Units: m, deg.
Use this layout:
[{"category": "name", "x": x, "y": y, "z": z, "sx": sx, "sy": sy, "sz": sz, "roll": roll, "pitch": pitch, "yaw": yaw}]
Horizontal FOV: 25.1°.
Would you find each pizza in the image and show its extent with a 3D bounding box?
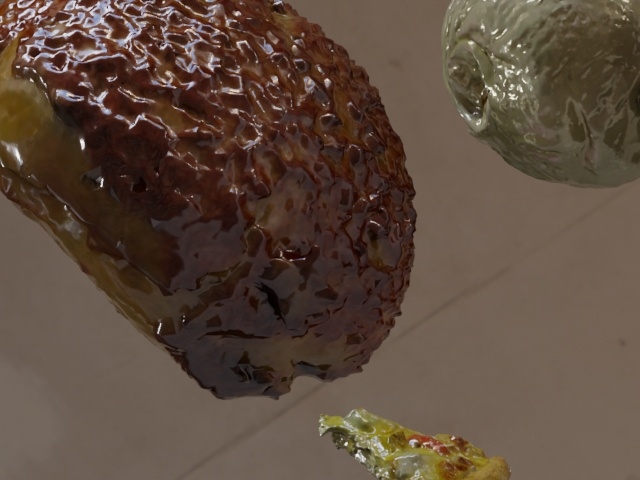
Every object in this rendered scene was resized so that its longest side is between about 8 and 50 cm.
[{"category": "pizza", "x": 0.123, "y": 0.302, "z": 2.040, "sx": 0.075, "sy": 0.287, "sz": 0.280, "roll": -71, "pitch": -14, "yaw": 11}]

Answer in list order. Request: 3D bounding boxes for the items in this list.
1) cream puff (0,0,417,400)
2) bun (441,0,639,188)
[{"category": "cream puff", "x": -0.073, "y": -0.052, "z": 0.933, "sx": 0.228, "sy": 0.350, "sz": 0.350, "roll": -44, "pitch": -1, "yaw": -4}, {"category": "bun", "x": 0.199, "y": -0.141, "z": 1.275, "sx": 0.153, "sy": 0.244, "sz": 0.244, "roll": -33, "pitch": -2, "yaw": -9}]
